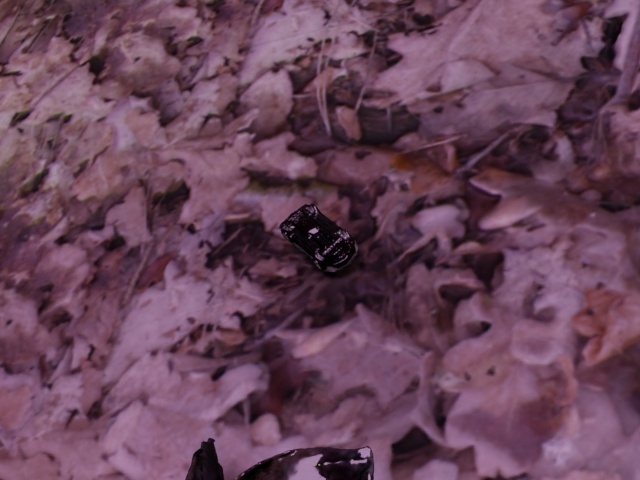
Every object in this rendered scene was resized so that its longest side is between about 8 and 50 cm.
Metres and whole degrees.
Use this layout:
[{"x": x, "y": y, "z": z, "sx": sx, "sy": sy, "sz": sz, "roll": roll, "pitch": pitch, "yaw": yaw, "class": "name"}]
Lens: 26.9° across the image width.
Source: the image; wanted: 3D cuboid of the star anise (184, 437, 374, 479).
[{"x": -0.061, "y": 0.223, "z": 0.954, "sx": 0.282, "sy": 0.129, "sz": 0.212, "roll": -23, "pitch": 17, "yaw": 50, "class": "star anise"}]

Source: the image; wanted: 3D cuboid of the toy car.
[{"x": 0.000, "y": 0.000, "z": 1.196, "sx": 0.041, "sy": 0.025, "sz": 0.093, "roll": -41, "pitch": 46, "yaw": -9, "class": "toy car"}]
